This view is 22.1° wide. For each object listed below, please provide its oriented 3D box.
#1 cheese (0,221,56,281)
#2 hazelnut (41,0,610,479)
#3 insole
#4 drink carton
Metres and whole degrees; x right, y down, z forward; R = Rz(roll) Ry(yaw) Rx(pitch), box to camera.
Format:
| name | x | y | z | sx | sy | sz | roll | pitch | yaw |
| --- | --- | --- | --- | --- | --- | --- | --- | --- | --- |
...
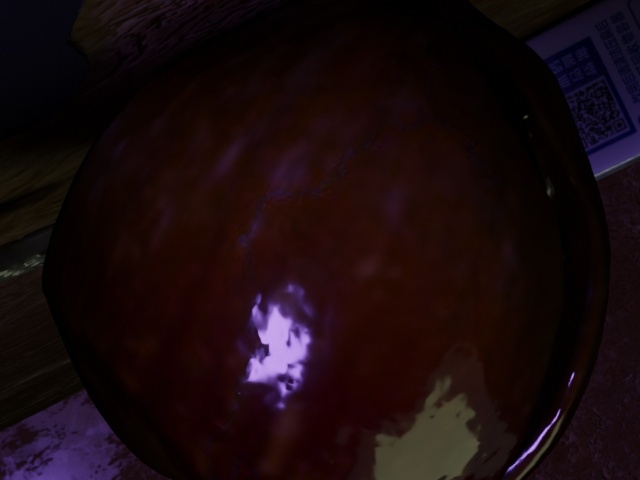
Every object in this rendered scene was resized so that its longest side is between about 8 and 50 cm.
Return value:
| name | x | y | z | sx | sy | sz | roll | pitch | yaw |
| --- | --- | --- | --- | --- | --- | --- | --- | --- | --- |
| cheese | -0.176 | 0.026 | 0.703 | 0.092 | 0.047 | 0.171 | -28 | 177 | 30 |
| hazelnut | 0.000 | 0.000 | 0.627 | 0.218 | 0.218 | 0.234 | -26 | -165 | -7 |
| insole | -0.096 | -0.051 | 0.493 | 0.064 | 0.004 | 0.188 | -26 | 176 | -16 |
| drink carton | 0.141 | -0.075 | 1.115 | 0.315 | 0.106 | 0.130 | -26 | 175 | 15 |
